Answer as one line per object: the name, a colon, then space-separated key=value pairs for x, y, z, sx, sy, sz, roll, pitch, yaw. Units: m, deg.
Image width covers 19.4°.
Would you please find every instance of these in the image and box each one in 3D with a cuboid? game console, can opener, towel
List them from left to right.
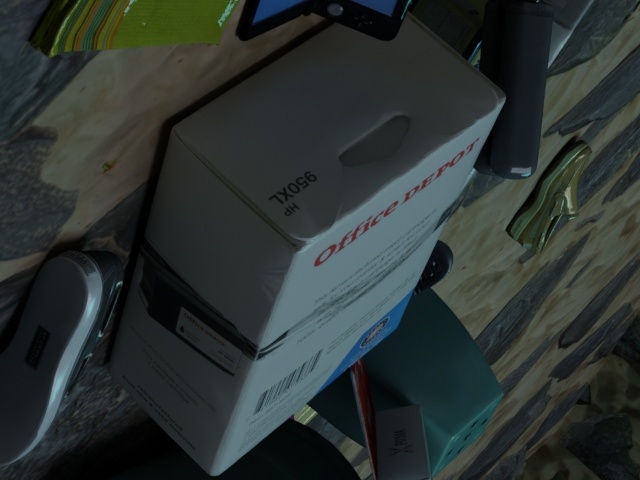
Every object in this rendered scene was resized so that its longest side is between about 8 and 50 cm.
towel: x=-0.115 y=-0.181 z=1.370 sx=0.102 sy=0.021 sz=0.237 roll=-54 pitch=163 yaw=23
game console: x=0.016 y=-0.212 z=1.524 sx=0.144 sy=0.124 sz=0.085 roll=114 pitch=-2 yaw=-48
can opener: x=0.160 y=-0.200 z=1.722 sx=0.095 sy=0.076 sz=0.283 roll=3 pitch=96 yaw=-25

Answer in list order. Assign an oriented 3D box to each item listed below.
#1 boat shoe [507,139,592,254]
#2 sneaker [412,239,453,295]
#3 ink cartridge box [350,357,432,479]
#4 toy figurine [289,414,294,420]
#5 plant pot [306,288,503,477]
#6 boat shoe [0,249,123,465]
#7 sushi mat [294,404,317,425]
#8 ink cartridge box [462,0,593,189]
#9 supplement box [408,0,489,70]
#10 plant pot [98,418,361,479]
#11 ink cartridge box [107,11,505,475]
boat shoe: x=0.349 y=-0.059 z=2.720 sx=0.068 sy=0.072 sz=0.190 roll=-26 pitch=153 yaw=-51
sneaker: x=0.059 y=0.034 z=2.117 sx=0.209 sy=0.069 sz=0.082 roll=-22 pitch=-165 yaw=26
ink cartridge box: x=0.085 y=0.229 z=2.070 sx=0.066 sy=0.261 sz=0.296 roll=-10 pitch=-170 yaw=2
toy figurine: x=-0.088 y=0.265 z=2.335 sx=0.159 sy=0.130 sz=0.173 roll=-59 pitch=-176 yaw=7
plant pot: x=0.098 y=0.165 z=2.320 sx=0.166 sy=0.234 sz=0.165 roll=-38 pitch=161 yaw=-33
boat shoe: x=-0.234 y=0.099 z=1.627 sx=0.076 sy=0.080 sz=0.228 roll=-18 pitch=139 yaw=-56
sushi mat: x=-0.002 y=0.209 z=2.548 sx=0.316 sy=0.019 sz=0.151 roll=-42 pitch=162 yaw=-17
ink cartridge box: x=0.198 y=-0.185 z=2.101 sx=0.308 sy=0.091 sz=0.385 roll=-57 pitch=178 yaw=27
supplement box: x=0.135 y=-0.209 z=1.818 sx=0.083 sy=0.083 sz=0.056 roll=-22 pitch=150 yaw=-55
plant pot: x=-0.155 y=0.380 z=2.064 sx=0.334 sy=0.341 sz=0.341 roll=-6 pitch=137 yaw=-55
ink cartridge box: x=-0.022 y=-0.001 z=1.756 sx=0.285 sy=0.166 sz=0.395 roll=-37 pitch=161 yaw=-34
